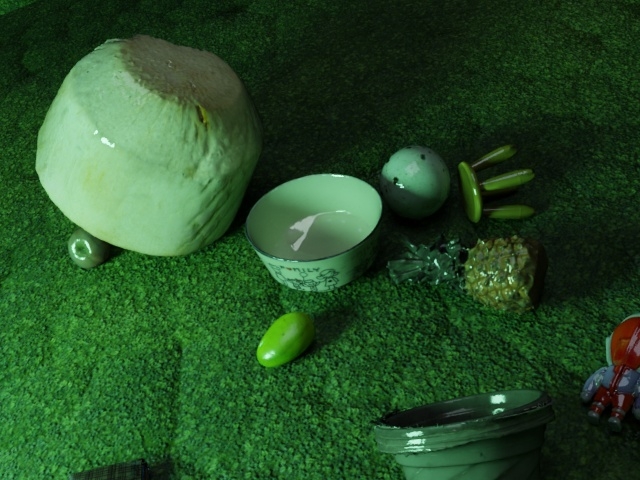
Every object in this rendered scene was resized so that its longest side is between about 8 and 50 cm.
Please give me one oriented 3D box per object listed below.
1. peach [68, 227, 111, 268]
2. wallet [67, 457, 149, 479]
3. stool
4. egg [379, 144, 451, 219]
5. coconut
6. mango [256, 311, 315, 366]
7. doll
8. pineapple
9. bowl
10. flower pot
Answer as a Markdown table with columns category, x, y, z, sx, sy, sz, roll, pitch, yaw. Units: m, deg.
| category | x | y | z | sx | sy | sz | roll | pitch | yaw |
| --- | --- | --- | --- | --- | --- | --- | --- | --- | --- |
| peach | -0.433 | 0.011 | 1.667 | 0.083 | 0.083 | 0.083 | -8 | 40 | 7 |
| wallet | -0.293 | 0.405 | 1.197 | 0.124 | 0.042 | 0.230 | -15 | 38 | 3 |
| stool | 0.307 | -0.096 | 1.554 | 0.111 | 0.135 | 0.134 | -12 | 84 | -2 |
| egg | 0.174 | -0.107 | 1.603 | 0.131 | 0.131 | 0.164 | 4 | 20 | 21 |
| coconut | -0.312 | -0.161 | 1.622 | 0.415 | 0.415 | 0.344 | -6 | 46 | 9 |
| mango | -0.056 | 0.158 | 1.407 | 0.108 | 0.056 | 0.073 | -41 | 42 | -12 |
| doll | 0.440 | 0.163 | 1.239 | 0.102 | 0.075 | 0.227 | 11 | 54 | 40 |
| pineapple | 0.229 | 0.046 | 1.409 | 0.248 | 0.128 | 0.128 | 7 | 44 | 29 |
| bowl | 0.000 | 0.000 | 1.517 | 0.238 | 0.126 | 0.237 | -9 | 40 | 7 |
| flower pot | 0.187 | 0.271 | 1.100 | 0.236 | 0.235 | 0.140 | -10 | 83 | 5 |
